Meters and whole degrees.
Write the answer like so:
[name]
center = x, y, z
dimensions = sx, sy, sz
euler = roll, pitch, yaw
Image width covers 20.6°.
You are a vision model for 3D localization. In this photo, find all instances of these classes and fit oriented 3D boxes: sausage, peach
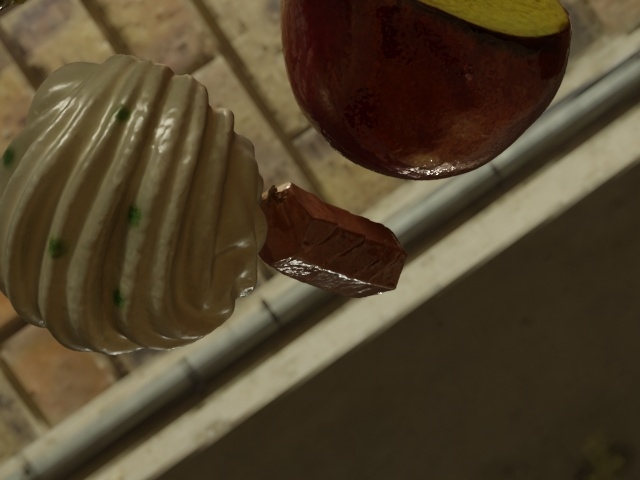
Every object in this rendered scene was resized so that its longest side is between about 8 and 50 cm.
[sausage]
center = 0.000, 0.001, 1.302
dimensions = 0.065, 0.065, 0.169
euler = 47, 14, 31
[peach]
center = 0.079, -0.185, 1.630
dimensions = 0.274, 0.245, 0.248
euler = 23, 3, -29

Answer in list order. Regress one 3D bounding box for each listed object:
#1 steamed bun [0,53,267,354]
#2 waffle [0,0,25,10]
[steamed bun]
center = -0.117, -0.014, 1.022
dimensions = 0.183, 0.183, 0.106
euler = 54, 26, 2
[waffle]
center = -0.162, -0.323, 1.164
dimensions = 0.095, 0.379, 0.382
euler = 36, -32, 17
